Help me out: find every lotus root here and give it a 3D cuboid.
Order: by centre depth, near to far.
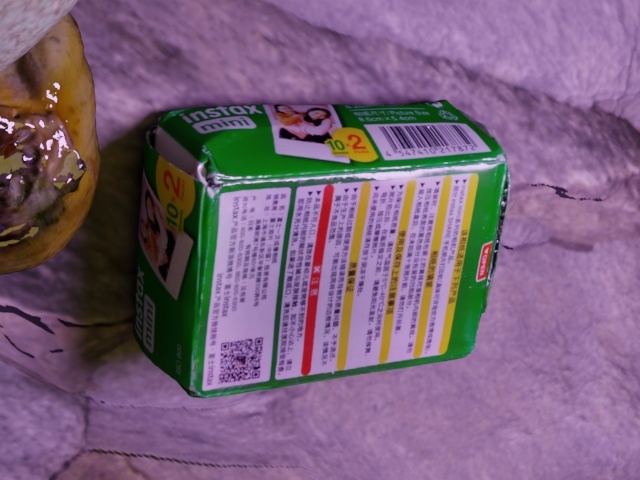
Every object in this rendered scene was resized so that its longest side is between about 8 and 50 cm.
[{"bbox_3d":[-0.207,-0.053,0.879,0.183,0.078,0.204,-21,122,-21],"label":"lotus root"}]

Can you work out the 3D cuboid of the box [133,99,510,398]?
[{"bbox_3d":[0.000,0.000,1.013,0.250,0.103,0.180,-5,117,-27],"label":"box"}]

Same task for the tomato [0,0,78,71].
[{"bbox_3d":[-0.231,-0.199,0.655,0.303,0.303,0.239,23,126,-37],"label":"tomato"}]
